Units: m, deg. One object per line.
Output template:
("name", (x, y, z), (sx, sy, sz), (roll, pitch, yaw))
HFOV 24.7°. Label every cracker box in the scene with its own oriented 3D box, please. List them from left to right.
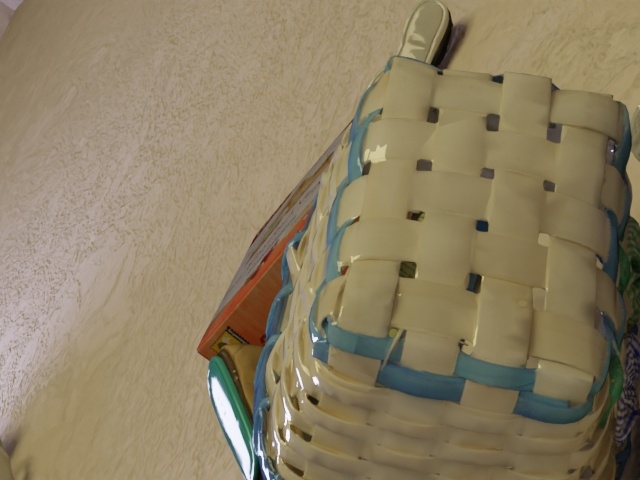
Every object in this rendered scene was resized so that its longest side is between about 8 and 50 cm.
("cracker box", (0.000, 0.000, 1.082), (0.155, 0.067, 0.232), (-49, 6, 21))

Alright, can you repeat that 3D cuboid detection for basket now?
("basket", (0.068, 0.069, 0.786), (0.289, 0.201, 0.254), (104, 179, -55))

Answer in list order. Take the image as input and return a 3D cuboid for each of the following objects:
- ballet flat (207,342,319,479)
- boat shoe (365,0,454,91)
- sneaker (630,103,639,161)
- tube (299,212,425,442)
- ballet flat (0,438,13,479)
("ballet flat", (-0.012, 0.149, 0.896), (0.232, 0.073, 0.080), (-109, 25, -42))
("boat shoe", (0.075, -0.141, 1.226), (0.046, 0.038, 0.125), (21, 84, 25))
("sneaker", (0.239, -0.101, 0.827), (0.158, 0.061, 0.065), (-48, -3, 22))
("tube", (0.061, 0.040, 1.001), (0.070, 0.062, 0.240), (35, 89, 24))
("ballet flat", (-0.404, 0.261, 1.624), (0.139, 0.139, 0.400), (-56, 26, 5))
